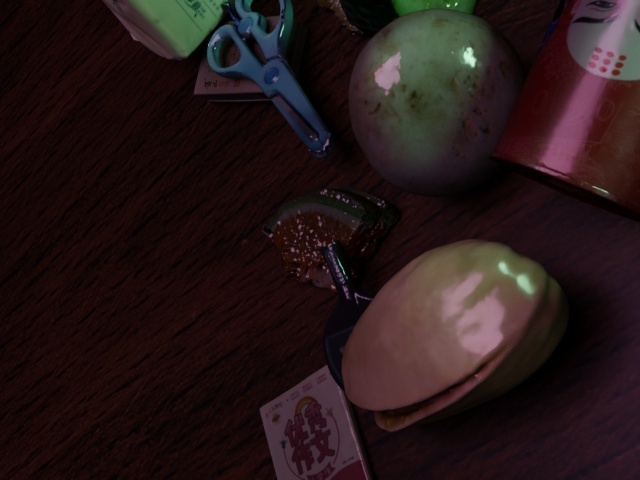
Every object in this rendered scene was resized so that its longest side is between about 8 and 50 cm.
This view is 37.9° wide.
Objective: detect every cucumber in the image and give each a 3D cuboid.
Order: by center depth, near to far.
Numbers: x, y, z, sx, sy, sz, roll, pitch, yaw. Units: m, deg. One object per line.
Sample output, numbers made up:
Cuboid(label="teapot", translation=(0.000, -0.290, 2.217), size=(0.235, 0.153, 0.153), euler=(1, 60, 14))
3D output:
Cuboid(label="cucumber", translation=(0.134, -0.361, 1.320), size=(0.130, 0.191, 0.191), euler=(29, 97, 41))

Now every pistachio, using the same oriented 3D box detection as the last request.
Cuboid(label="pistachio", translation=(0.155, 0.121, 1.135), size=(0.318, 0.193, 0.214), euler=(-45, 16, 30))

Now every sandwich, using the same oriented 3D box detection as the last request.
Cuboid(label="sandwich", translation=(-0.006, -0.010, 1.394), size=(0.235, 0.079, 0.159), euler=(13, 87, 43))

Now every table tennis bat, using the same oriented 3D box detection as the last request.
Cuboid(label="table tennis bat", translation=(0.055, 0.114, 1.300), size=(0.150, 0.027, 0.236), euler=(-26, 81, 32))

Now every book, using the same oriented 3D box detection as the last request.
Cuboid(label="book", translation=(-0.003, 0.312, 1.335), size=(0.162, 0.022, 0.231), euler=(-35, 57, 29))

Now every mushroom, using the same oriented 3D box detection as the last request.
Cuboid(label="mushroom", translation=(0.149, -0.186, 1.246), size=(0.244, 0.244, 0.243), euler=(-14, 69, 39))

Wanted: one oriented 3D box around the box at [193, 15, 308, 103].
Cuboid(label="box", translation=(-0.122, -0.308, 1.601), size=(0.201, 0.058, 0.140), euler=(5, 81, 42))

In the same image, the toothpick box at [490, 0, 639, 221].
Cuboid(label="toothpick box", translation=(0.351, -0.207, 1.050), size=(0.204, 0.204, 0.333), euler=(27, 95, 43))

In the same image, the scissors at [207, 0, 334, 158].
Cuboid(label="scissors", translation=(-0.069, -0.267, 1.481), size=(0.180, 0.032, 0.393), euler=(-46, 53, 20))

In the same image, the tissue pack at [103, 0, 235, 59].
Cuboid(label="tissue pack", translation=(-0.288, -0.533, 1.557), size=(0.297, 0.380, 0.207), euler=(-48, 45, -8))

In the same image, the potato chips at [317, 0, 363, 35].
Cuboid(label="potato chips", translation=(0.064, -0.389, 1.484), size=(0.209, 0.026, 0.142), euler=(0, 74, 40))
